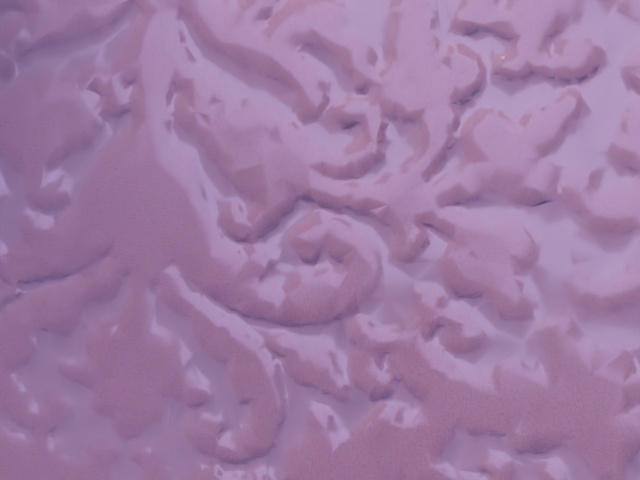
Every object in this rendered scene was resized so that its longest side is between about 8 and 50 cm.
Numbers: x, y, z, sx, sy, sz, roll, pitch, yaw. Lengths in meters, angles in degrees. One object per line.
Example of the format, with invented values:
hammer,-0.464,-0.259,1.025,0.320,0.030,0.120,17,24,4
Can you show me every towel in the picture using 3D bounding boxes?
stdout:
towel,0.000,0.000,0.581,0.332,0.053,0.316,8,103,8
